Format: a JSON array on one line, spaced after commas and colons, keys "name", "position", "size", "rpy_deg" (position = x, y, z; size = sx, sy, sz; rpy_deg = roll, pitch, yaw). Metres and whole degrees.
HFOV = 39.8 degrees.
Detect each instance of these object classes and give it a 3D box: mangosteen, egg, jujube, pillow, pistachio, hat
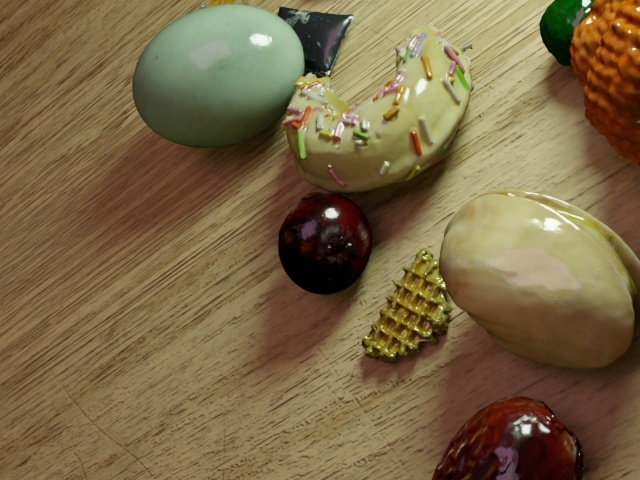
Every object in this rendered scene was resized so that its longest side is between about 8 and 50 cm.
[{"name": "mangosteen", "position": [0.000, 0.000, 1.578], "size": [0.199, 0.200, 0.200], "rpy_deg": [-15, 62, 30]}, {"name": "egg", "position": [-0.209, -0.331, 1.795], "size": [0.388, 0.276, 0.276], "rpy_deg": [-15, 62, 32]}, {"name": "jujube", "position": [0.254, 0.334, 1.237], "size": [0.243, 0.183, 0.183], "rpy_deg": [-52, 50, 4]}, {"name": "pillow", "position": [-0.032, -0.421, 1.852], "size": [0.208, 0.055, 0.141], "rpy_deg": [21, 89, 40]}, {"name": "pistachio", "position": [0.321, 0.054, 1.285], "size": [0.321, 0.229, 0.238], "rpy_deg": [33, 134, 28]}, {"name": "hat", "position": [0.503, -0.297, 1.324], "size": [0.285, 0.285, 0.400], "rpy_deg": [-36, 34, 18]}]

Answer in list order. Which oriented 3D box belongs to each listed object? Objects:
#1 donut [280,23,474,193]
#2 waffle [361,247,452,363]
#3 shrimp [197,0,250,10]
[{"name": "donut", "position": [0.090, -0.228, 1.590], "size": [0.371, 0.150, 0.307], "rpy_deg": [-17, 46, 28]}, {"name": "waffle", "position": [0.140, 0.117, 1.498], "size": [0.192, 0.046, 0.161], "rpy_deg": [-32, 57, 20]}, {"name": "shrimp", "position": [-0.237, -0.428, 2.001], "size": [0.164, 0.062, 0.317], "rpy_deg": [-1, 67, 32]}]
